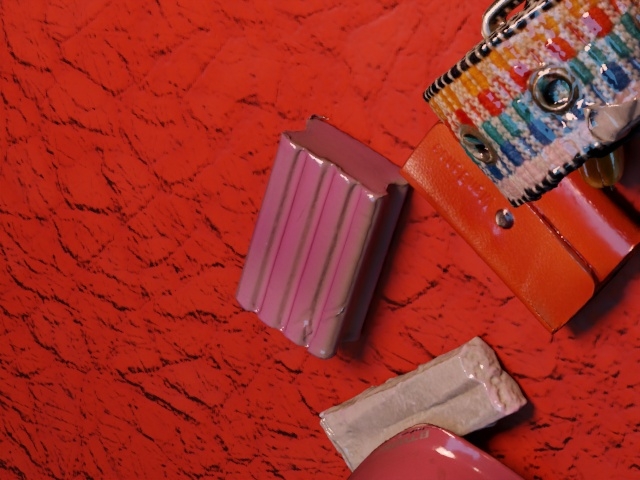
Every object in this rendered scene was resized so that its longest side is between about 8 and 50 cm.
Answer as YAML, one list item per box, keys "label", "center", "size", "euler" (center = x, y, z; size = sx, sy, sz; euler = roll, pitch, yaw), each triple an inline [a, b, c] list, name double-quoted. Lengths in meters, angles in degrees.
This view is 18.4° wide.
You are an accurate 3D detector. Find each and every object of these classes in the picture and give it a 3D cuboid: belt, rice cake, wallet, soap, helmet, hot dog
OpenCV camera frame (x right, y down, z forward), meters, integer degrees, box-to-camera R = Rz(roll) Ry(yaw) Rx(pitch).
- label: "belt"
  center: [0.207, -0.147, 1.494]
  size: [0.257, 0.207, 0.150]
  euler: [-39, 92, 23]
- label: "rice cake"
  center: [0.093, 0.162, 1.860]
  size: [0.226, 0.040, 0.085]
  euler: [-31, 90, 44]
- label: "wallet"
  center: [0.172, -0.032, 1.699]
  size: [0.204, 0.045, 0.142]
  euler: [47, 132, 11]
- label: "soap"
  center: [0.000, 0.000, 1.837]
  size: [0.122, 0.065, 0.203]
  euler: [34, 129, 21]
- label: "helmet"
  center: [0.088, 0.308, 1.847]
  size: [0.198, 0.154, 0.253]
  euler: [33, 143, 3]
- label: "hot dog"
  center: [0.224, -0.104, 1.631]
  size: [0.056, 0.041, 0.133]
  euler: [-9, 100, 33]
